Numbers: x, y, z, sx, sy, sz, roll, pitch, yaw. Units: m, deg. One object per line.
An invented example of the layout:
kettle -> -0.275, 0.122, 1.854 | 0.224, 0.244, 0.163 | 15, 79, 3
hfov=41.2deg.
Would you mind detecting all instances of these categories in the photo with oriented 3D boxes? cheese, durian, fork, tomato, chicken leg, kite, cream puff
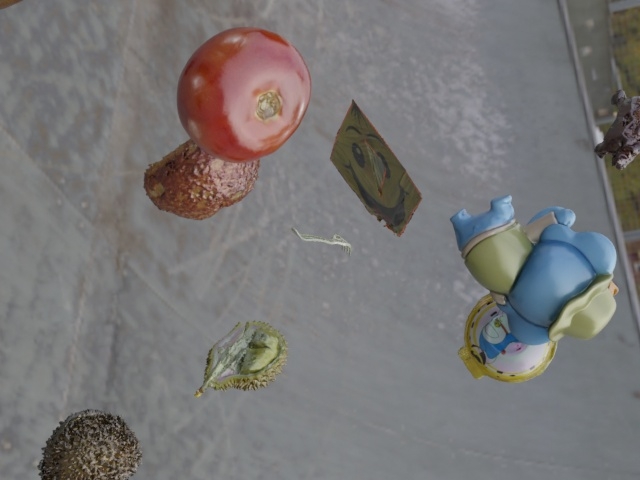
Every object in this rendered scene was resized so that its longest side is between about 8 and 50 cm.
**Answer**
cheese -> 0.342, 0.136, 1.399 | 0.157, 0.250, 0.064 | 57, 0, 19
durian -> -0.143, 0.236, 1.553 | 0.208, 0.146, 0.102 | -33, 128, -38
fork -> 0.004, -0.005, 1.586 | 0.034, 0.028, 0.219 | 47, 14, 28
durian -> -0.433, 0.408, 1.580 | 0.167, 0.196, 0.196 | 44, 25, -11
tomato -> -0.110, -0.205, 1.197 | 0.136, 0.195, 0.195 | 33, -26, 45
chicken leg -> 0.473, -0.182, 1.315 | 0.048, 0.089, 0.219 | 51, 44, -24
kite -> 0.110, -0.161, 1.871 | 0.377, 0.013, 0.328 | 35, -32, 53
cream puff -> -0.212, -0.130, 1.614 | 0.164, 0.240, 0.240 | 47, 21, -7

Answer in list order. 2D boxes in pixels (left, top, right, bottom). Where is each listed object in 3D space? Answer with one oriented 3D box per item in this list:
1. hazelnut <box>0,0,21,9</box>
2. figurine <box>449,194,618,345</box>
hazelnut -> -0.426, -0.377, 0.989 | 0.251, 0.217, 0.217 | 24, 56, -51
figurine -> 0.321, 0.033, 1.251 | 0.262, 0.180, 0.154 | 53, -1, 4
